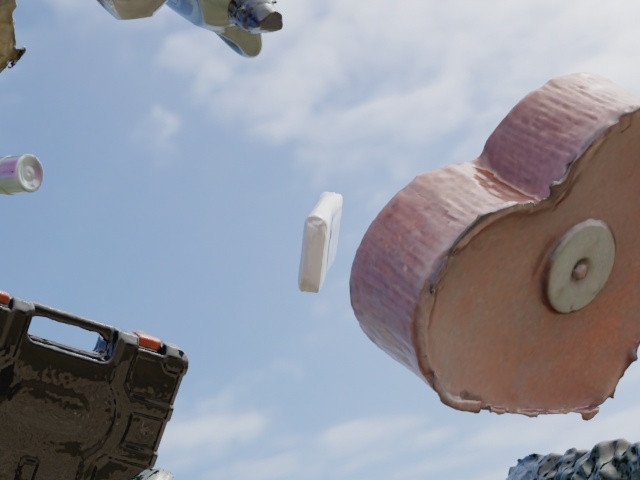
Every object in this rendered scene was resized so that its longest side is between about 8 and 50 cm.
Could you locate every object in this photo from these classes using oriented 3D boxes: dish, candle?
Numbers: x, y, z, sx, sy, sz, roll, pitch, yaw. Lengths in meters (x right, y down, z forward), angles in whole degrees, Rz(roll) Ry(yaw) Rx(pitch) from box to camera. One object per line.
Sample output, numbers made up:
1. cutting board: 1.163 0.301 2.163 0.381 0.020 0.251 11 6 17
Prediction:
1. dish: -0.218 -0.271 1.798 0.091 0.039 0.137 -12 12 -24
2. candle: 0.186 0.020 1.343 0.317 0.131 0.287 -39 -51 -14

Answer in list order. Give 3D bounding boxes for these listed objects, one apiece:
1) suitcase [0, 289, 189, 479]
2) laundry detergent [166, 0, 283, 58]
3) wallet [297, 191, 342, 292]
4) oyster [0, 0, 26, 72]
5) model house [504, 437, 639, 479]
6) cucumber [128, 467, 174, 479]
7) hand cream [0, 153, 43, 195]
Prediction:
1. suitcase: -0.298 0.172 1.682 0.285 0.206 0.066 20 -2 -27
2. laundry detergent: -0.139 -0.325 1.958 0.105 0.280 0.215 -39 -31 -15
3. wallet: 0.000 0.000 1.812 0.033 0.095 0.190 9 10 4
4. oyster: -0.527 -0.239 2.248 0.198 0.133 0.337 -16 -41 -46
5. model house: 0.314 0.474 1.649 0.395 0.400 0.445 37 -22 -16
6. cucumber: -0.170 0.278 1.305 0.069 0.227 0.069 10 -48 12
7. hand cream: -0.410 -0.075 1.893 0.174 0.047 0.076 -3 5 34
